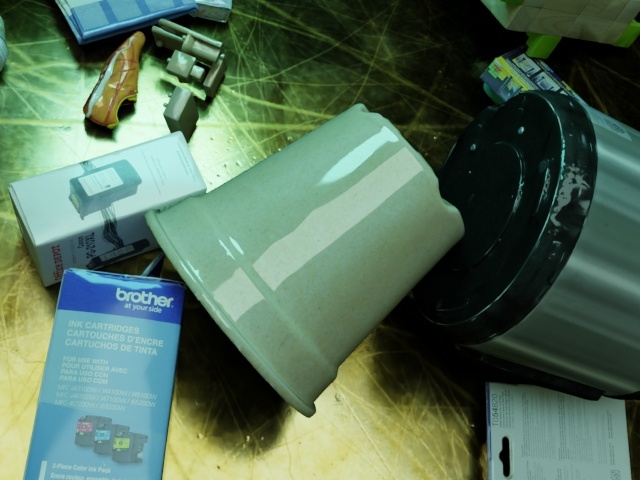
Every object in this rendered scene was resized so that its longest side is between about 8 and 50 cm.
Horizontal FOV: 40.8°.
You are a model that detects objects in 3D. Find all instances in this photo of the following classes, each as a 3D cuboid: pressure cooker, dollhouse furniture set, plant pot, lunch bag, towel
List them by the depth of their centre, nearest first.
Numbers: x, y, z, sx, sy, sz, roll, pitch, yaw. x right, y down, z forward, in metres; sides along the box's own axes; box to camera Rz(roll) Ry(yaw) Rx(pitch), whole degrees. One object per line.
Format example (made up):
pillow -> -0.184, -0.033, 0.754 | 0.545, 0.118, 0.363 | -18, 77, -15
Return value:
plant pot -> 0.000, 0.000, 1.106 | 0.305, 0.334, 0.334 | -39, 80, -3
pressure cooker -> 0.384, 0.026, 1.194 | 0.421, 0.375, 0.369 | 21, 64, -20
dollhouse furniture set -> -0.234, -0.250, 1.321 | 0.123, 0.144, 0.151 | 23, 79, 2
towel -> -0.349, -0.447, 1.401 | 0.209, 0.034, 0.285 | -23, 67, -20
lunch bag -> -0.192, -0.409, 1.431 | 0.083, 0.053, 0.071 | 6, 69, -21

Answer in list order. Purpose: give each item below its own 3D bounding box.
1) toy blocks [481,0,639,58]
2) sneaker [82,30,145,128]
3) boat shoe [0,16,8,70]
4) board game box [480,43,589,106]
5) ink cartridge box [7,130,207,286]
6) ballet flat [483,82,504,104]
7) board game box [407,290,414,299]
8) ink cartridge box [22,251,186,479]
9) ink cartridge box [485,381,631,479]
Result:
toy blocks -> 0.382, -0.476, 1.515 | 0.382, 0.190, 0.261 | -3, 50, -35
sneaker -> -0.311, -0.249, 1.343 | 0.067, 0.064, 0.175 | 30, 67, -24
boat shoe -> -0.622, -0.306, 1.274 | 0.302, 0.109, 0.094 | 5, 51, -20
board game box -> 0.370, -0.249, 1.468 | 0.170, 0.048, 0.141 | 47, 40, 9
ink cartridge box -> -0.290, -0.041, 1.190 | 0.237, 0.172, 0.100 | -20, 74, -20
ballet flat -> 0.329, -0.236, 1.489 | 0.041, 0.041, 0.114 | -29, 78, -22
board game box -> 0.156, 0.024, 1.343 | 0.201, 0.035, 0.136 | 25, 65, -3
ink cartridge box -> -0.259, 0.207, 1.042 | 0.151, 0.270, 0.395 | 8, 67, -12
ink cartridge box -> 0.341, 0.325, 1.256 | 0.224, 0.045, 0.223 | 8, 66, -9
